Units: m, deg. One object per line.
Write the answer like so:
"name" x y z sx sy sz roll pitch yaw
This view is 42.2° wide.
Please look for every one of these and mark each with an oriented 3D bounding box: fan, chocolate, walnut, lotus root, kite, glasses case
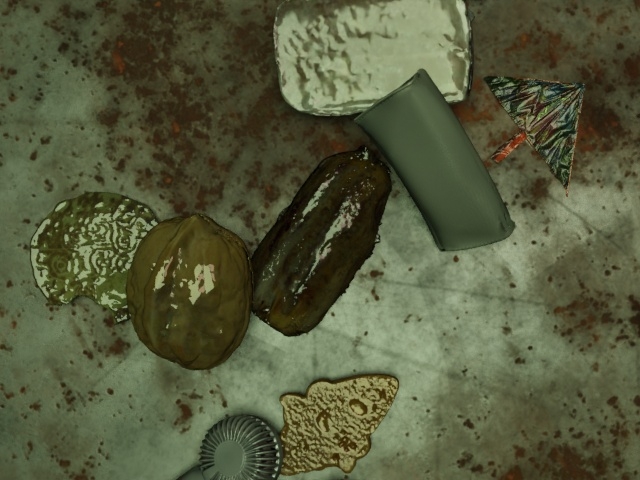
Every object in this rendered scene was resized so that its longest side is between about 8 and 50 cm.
"fan" -0.171 0.375 1.319 0.244 0.074 0.130 -37 69 11
"chocolate" 0.082 -0.293 1.288 0.303 0.100 0.185 -4 104 6
"walnut" -0.198 0.076 1.262 0.198 0.198 0.244 9 104 3
"lotus root" 0.000 -0.001 1.308 0.167 0.078 0.329 31 92 1
"kite" 0.351 -0.184 1.320 0.189 0.009 0.232 -39 88 2
"glasses case" 0.175 -0.114 1.262 0.128 0.083 0.308 -25 118 21

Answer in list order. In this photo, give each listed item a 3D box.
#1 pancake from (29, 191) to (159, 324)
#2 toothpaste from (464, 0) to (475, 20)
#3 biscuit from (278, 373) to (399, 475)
"pancake" -0.357 0.026 1.353 0.235 0.029 0.211 23 89 3
"toothpaste" 0.151 -0.433 1.314 0.248 0.047 0.078 47 126 2
"biscuit" 0.021 0.290 1.326 0.250 0.035 0.162 -34 92 7
